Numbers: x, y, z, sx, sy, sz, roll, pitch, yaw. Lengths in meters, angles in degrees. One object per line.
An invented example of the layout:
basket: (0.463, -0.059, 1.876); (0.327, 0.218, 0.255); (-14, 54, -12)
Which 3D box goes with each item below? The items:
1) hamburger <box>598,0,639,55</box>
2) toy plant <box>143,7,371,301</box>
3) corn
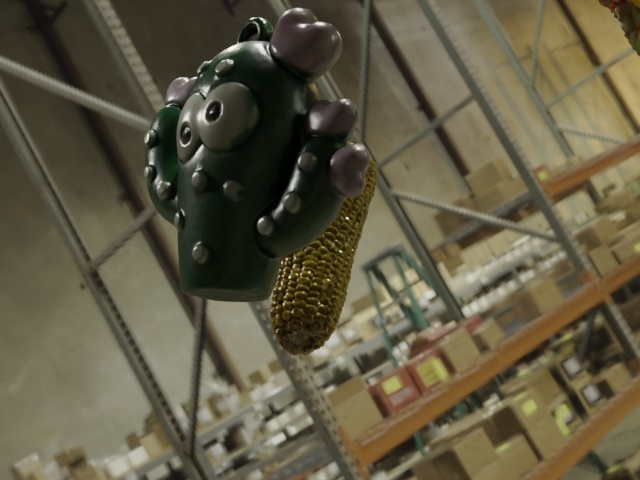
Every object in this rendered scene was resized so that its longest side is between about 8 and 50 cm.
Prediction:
hamburger: (0.318, -0.211, 0.840); (0.173, 0.210, 0.116); (-33, -28, -43)
toy plant: (-0.061, -0.073, 0.834); (0.232, 0.243, 0.112); (-34, -34, 32)
corn: (0.000, 0.000, 1.236); (0.106, 0.106, 0.293); (-38, 31, 53)
